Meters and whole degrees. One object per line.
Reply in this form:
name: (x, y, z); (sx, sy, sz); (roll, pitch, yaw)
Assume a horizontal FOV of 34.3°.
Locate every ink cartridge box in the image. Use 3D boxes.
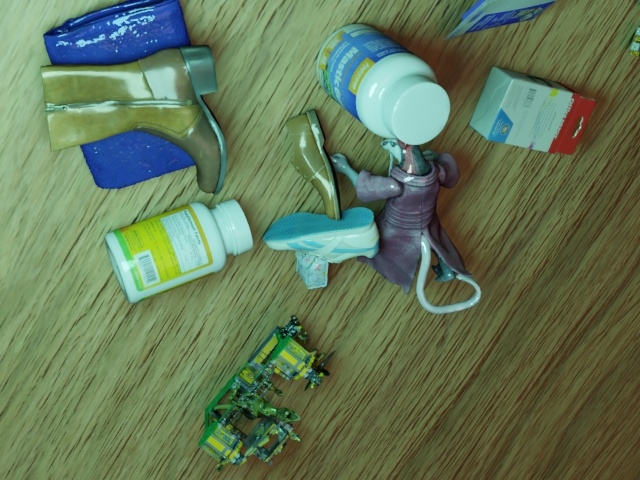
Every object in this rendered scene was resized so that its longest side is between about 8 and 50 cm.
ink cartridge box: (0.434, -0.260, 2.113); (0.231, 0.078, 0.134); (8, 114, -30)
ink cartridge box: (0.346, -0.441, 1.900); (0.208, 0.206, 0.045); (-18, 85, -20)

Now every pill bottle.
pill bottle: (0.112, -0.271, 1.821); (0.152, 0.272, 0.152); (-12, 122, -20)
pill bottle: (-0.255, 0.011, 1.885); (0.245, 0.136, 0.136); (-21, 125, -15)

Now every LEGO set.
LEGO set: (-0.083, 0.337, 2.085); (0.192, 0.255, 0.331); (40, 84, -10)

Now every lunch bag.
lunch bag: (-0.018, 0.043, 2.065); (0.053, 0.071, 0.083); (-6, 123, -20)

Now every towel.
towel: (-0.315, -0.249, 1.751); (0.227, 0.076, 0.308); (-17, 125, -9)

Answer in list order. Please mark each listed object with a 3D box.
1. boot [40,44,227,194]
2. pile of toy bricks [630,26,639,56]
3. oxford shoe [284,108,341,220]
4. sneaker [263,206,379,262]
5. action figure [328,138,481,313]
boot: (-0.301, -0.176, 1.696); (0.280, 0.096, 0.264); (-12, 124, -12)
pile of toy bricks: (0.725, -0.472, 2.136); (0.105, 0.118, 0.212); (-7, 116, -61)
oxford shoe: (-0.012, -0.133, 1.933); (0.076, 0.076, 0.212); (-18, 89, 4)
sneaker: (0.000, 0.000, 1.985); (0.228, 0.087, 0.092); (-3, 129, 21)
action figure: (0.163, -0.055, 1.991); (0.248, 0.276, 0.370); (-16, 138, -11)
